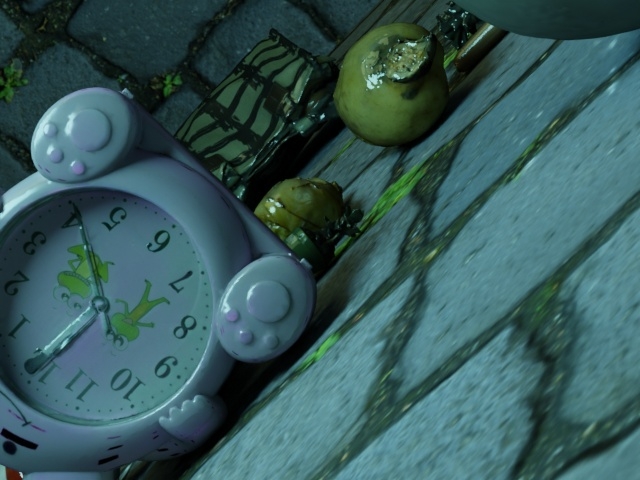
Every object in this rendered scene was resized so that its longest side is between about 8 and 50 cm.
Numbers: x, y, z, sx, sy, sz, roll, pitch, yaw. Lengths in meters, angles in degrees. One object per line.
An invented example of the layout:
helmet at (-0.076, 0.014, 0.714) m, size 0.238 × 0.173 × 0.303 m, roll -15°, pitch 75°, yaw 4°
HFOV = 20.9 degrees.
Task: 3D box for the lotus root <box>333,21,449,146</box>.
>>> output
lotus root at (0.077, -0.163, 1.805) m, size 0.118 × 0.125 × 0.221 m, roll -23°, pitch -2°, yaw -11°

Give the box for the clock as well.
clock at (-0.195, 0.062, 1.501) m, size 0.322 × 0.295 × 0.113 m, roll -46°, pitch -1°, yaw 3°

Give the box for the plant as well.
plant at (0.000, 0.000, 1.678) m, size 0.102 × 0.051 × 0.051 m, roll -37°, pitch 7°, yaw -2°

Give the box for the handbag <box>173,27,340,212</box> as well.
handbag at (-0.099, -0.146, 2.546) m, size 0.325 × 0.162 × 0.327 m, roll -49°, pitch 13°, yaw 0°

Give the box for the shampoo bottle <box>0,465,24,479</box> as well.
shampoo bottle at (-0.288, 0.261, 1.718) m, size 0.278 × 0.104 × 0.104 m, roll -43°, pitch 9°, yaw 28°

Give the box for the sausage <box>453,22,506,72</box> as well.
sausage at (0.187, -0.227, 1.880) m, size 0.116 × 0.026 × 0.026 m, roll -45°, pitch 8°, yaw 18°

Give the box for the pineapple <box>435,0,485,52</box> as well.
pineapple at (0.191, -0.291, 1.962) m, size 0.198 × 0.108 × 0.108 m, roll -57°, pitch 0°, yaw 41°

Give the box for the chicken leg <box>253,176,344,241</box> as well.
chicken leg at (-0.018, -0.026, 1.818) m, size 0.101 × 0.085 × 0.207 m, roll -57°, pitch -3°, yaw 14°

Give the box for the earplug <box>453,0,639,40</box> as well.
earplug at (0.210, -0.321, 1.183) m, size 0.394 × 0.312 × 0.312 m, roll -41°, pitch 10°, yaw 43°
